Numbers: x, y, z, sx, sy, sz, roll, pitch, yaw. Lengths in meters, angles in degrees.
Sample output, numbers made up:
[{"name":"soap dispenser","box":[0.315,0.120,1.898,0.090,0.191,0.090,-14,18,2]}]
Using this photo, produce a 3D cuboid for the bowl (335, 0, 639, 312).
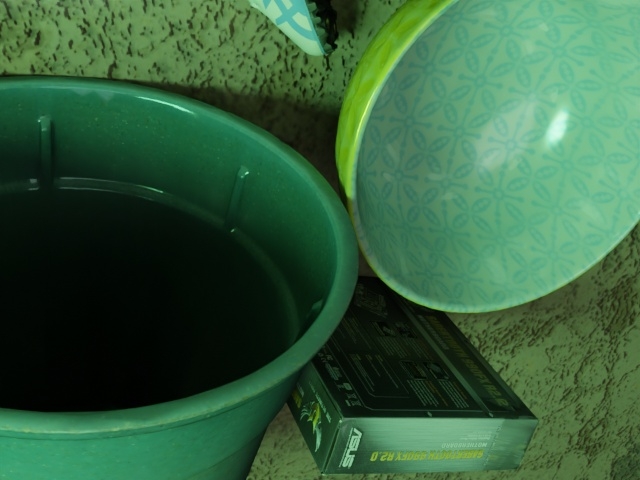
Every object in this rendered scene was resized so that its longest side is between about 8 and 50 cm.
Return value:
[{"name":"bowl","box":[0.131,-0.102,0.659,0.289,0.156,0.290,-10,123,-15]}]

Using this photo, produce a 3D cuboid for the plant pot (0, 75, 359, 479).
[{"name":"plant pot","box":[-0.178,0.109,0.585,0.340,0.341,0.334,0,128,-21]}]

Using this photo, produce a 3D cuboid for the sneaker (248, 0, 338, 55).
[{"name":"sneaker","box":[-0.063,-0.218,0.567,0.086,0.085,0.237,-19,137,27]}]

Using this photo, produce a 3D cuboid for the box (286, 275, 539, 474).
[{"name":"box","box":[0.051,0.107,0.713,0.183,0.231,0.056,6,115,-26]}]
